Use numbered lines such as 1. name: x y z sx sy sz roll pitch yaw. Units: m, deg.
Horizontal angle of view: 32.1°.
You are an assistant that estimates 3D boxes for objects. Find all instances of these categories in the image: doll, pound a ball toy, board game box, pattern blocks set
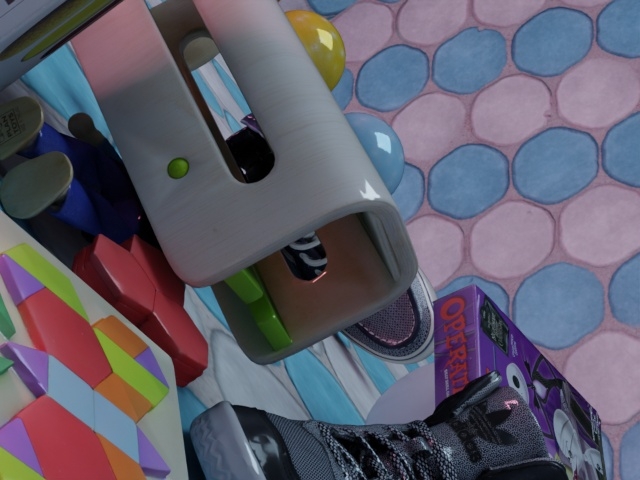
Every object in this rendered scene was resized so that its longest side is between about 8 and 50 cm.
1. doll: -0.119 -0.022 0.632 0.129 0.046 0.189 59 7 24
2. pound a ball toy: -0.049 -0.086 0.681 0.319 0.135 0.208 63 1 30
3. board game box: 0.156 0.222 0.810 0.208 0.056 0.347 39 36 -31
4. pattern blocks set: -0.088 0.061 0.373 0.285 0.026 0.325 42 16 -46

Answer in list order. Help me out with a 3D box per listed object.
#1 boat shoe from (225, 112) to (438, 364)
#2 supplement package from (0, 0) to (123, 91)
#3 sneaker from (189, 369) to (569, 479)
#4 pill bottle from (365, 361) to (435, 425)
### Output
1. boat shoe: 0.000 0.000 1.266 0.340 0.127 0.158 49 10 19
2. supplement package: -0.120 -0.177 0.499 0.134 0.244 0.139 54 6 -8
3. sneaker: 0.043 0.123 0.617 0.268 0.153 0.101 47 10 -53
4. pill bottle: 0.146 0.230 0.981 0.246 0.136 0.136 54 6 -17
